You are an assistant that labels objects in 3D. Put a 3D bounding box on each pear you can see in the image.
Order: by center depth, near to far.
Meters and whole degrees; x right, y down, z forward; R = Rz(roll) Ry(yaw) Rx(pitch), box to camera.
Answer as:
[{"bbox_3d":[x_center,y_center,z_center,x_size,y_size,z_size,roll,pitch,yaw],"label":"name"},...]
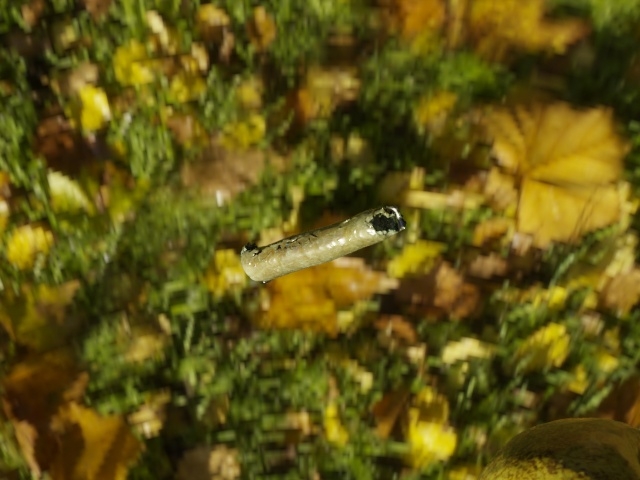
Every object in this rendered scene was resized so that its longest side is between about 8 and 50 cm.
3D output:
[{"bbox_3d":[0.194,0.236,1.493,0.197,0.197,0.197,0,66,0],"label":"pear"}]

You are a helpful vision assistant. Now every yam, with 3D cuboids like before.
[{"bbox_3d":[0.000,0.000,1.295,0.033,0.129,0.027,57,42,-13],"label":"yam"}]
